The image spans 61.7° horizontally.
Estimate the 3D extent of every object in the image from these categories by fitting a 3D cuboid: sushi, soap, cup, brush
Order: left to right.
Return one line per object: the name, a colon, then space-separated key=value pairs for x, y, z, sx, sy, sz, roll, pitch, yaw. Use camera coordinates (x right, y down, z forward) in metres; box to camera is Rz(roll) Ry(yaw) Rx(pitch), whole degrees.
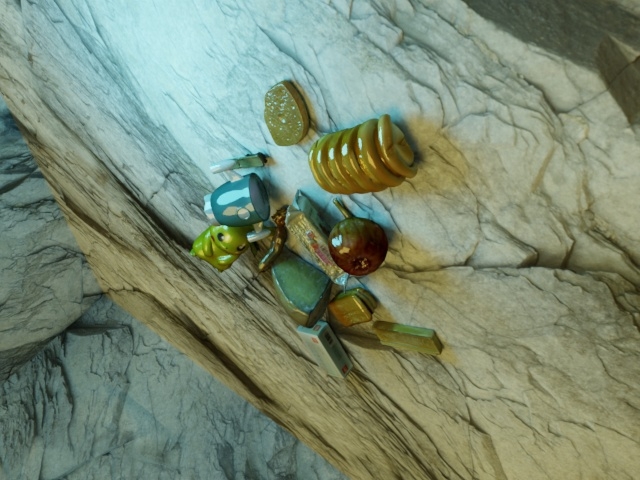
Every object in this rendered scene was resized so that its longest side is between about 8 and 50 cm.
cup: x=-0.268 y=-0.115 z=1.691 sx=0.173 sy=0.167 sz=0.300 roll=-15 pitch=122 yaw=13
brush: x=-0.241 y=-0.250 z=1.696 sx=0.248 sy=0.036 sz=0.043 roll=4 pitch=128 yaw=55
sushi: x=-0.120 y=-0.081 z=1.747 sx=0.118 sy=0.061 sz=0.060 roll=-20 pitch=106 yaw=34
soap: x=0.289 y=0.327 z=1.800 sx=0.252 sy=0.037 sz=0.092 roll=1 pitch=131 yaw=47

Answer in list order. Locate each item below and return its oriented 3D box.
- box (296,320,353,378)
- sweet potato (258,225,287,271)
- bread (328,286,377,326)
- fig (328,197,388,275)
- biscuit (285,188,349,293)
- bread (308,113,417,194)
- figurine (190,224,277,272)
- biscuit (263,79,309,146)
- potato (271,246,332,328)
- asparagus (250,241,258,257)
box: x=0.018 y=0.444 z=2.201 sx=0.135 sy=0.079 sz=0.269 roll=4 pitch=132 yaw=47
sweet potato: x=-0.159 y=0.030 z=1.851 sx=0.053 sy=0.182 sz=0.054 roll=28 pitch=-173 yaw=4
bread: x=0.111 y=0.227 z=1.839 sx=0.116 sy=0.077 sz=0.200 roll=46 pitch=150 yaw=-8
fig: x=0.103 y=-0.008 z=1.520 sx=0.175 sy=0.207 sz=0.175 roll=-3 pitch=131 yaw=-3
biscuit: x=0.001 y=-0.002 z=1.609 sx=0.079 sy=0.186 sz=0.309 roll=-34 pitch=104 yaw=19
bread: x=0.087 y=-0.191 z=1.317 sx=0.311 sy=0.121 sz=0.173 roll=-7 pitch=125 yaw=53
figurine: x=-0.316 y=-0.008 z=1.899 sx=0.218 sy=0.169 sz=0.326 roll=32 pitch=145 yaw=-21
biscuit: x=-0.092 y=-0.331 z=1.431 sx=0.142 sy=0.029 sz=0.221 roll=33 pitch=147 yaw=18
potato: x=-0.103 y=0.184 z=1.913 sx=0.264 sy=0.189 sz=0.211 roll=35 pitch=148 yaw=13
asparagus: x=-0.269 y=-0.030 z=1.994 sx=0.034 sy=0.027 sz=0.236 roll=35 pitch=149 yaw=42
